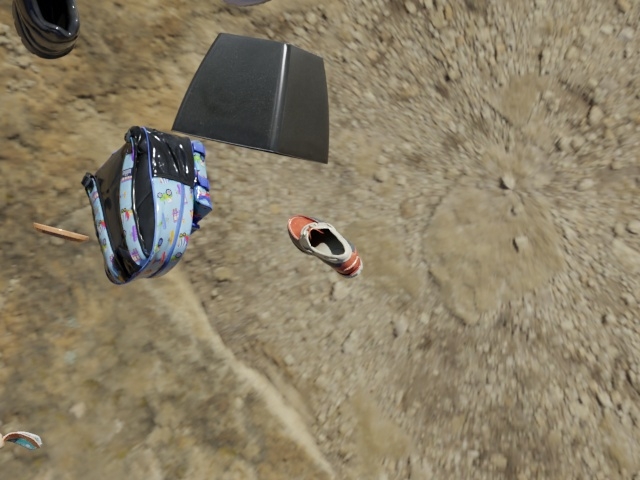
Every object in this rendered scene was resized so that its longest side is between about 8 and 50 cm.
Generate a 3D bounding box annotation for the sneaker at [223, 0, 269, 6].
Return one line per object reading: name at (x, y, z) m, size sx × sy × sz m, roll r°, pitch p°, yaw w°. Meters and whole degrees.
sneaker at (-0.004, -0.244, 0.493) m, size 0.115 × 0.105 × 0.281 m, roll 28°, pitch 82°, yaw -31°

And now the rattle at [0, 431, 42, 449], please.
rattle at (-0.525, 0.273, 1.766) m, size 0.200 × 0.130 × 0.142 m, roll -23°, pitch 66°, yaw 9°

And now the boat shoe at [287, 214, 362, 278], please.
boat shoe at (0.000, 0.000, 1.488) m, size 0.049 × 0.043 × 0.137 m, roll -46°, pitch 47°, yaw -6°

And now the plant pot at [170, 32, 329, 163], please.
plant pot at (-0.090, -0.222, 1.841) m, size 0.187 × 0.188 × 0.166 m, roll 14°, pitch 93°, yaw 26°

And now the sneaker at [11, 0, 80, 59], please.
sneaker at (-0.404, -0.395, 1.648) m, size 0.109 × 0.130 × 0.286 m, roll -33°, pitch 104°, yaw -22°

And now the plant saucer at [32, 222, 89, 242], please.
plant saucer at (-0.385, -0.010, 1.767) m, size 0.084 × 0.083 × 0.013 m, roll 14°, pitch 87°, yaw 8°

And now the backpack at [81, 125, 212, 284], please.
backpack at (-0.208, -0.032, 1.468) m, size 0.158 × 0.117 × 0.173 m, roll -37°, pitch 55°, yaw 43°
